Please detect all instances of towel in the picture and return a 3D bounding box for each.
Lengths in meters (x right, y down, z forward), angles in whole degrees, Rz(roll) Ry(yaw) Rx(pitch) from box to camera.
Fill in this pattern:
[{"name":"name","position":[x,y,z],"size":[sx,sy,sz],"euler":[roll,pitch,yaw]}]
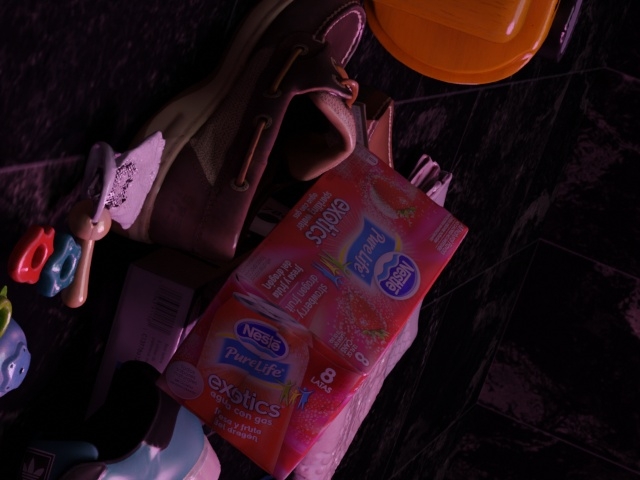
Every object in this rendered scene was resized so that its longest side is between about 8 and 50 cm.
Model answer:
[{"name":"towel","position":[0.056,0.111,2.153],"size":[0.332,0.053,0.317],"euler":[100,18,-46]}]

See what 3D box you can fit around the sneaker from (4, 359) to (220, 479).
[{"name":"sneaker","position":[-0.201,0.207,1.322],"size":[0.302,0.108,0.121],"euler":[-47,128,-32]}]

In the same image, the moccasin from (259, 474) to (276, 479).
[{"name":"moccasin","position":[-0.069,0.350,1.961],"size":[0.342,0.117,0.138],"euler":[-46,155,-55]}]

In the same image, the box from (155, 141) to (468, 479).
[{"name":"box","position":[-0.001,0.048,1.406],"size":[0.128,0.122,0.257],"euler":[-54,178,32]}]

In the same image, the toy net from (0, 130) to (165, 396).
[{"name":"toy net","position":[-0.173,-0.001,1.192],"size":[0.122,0.045,0.232],"euler":[90,25,-53]}]

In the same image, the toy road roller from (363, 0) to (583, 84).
[{"name":"toy road roller","position":[0.146,-0.290,1.535],"size":[0.240,0.202,0.329],"euler":[-49,157,-68]}]

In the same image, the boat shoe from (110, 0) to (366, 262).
[{"name":"boat shoe","position":[-0.029,-0.090,1.412],"size":[0.342,0.123,0.123],"euler":[-49,157,-51]}]

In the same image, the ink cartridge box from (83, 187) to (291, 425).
[{"name":"ink cartridge box","position":[-0.087,0.065,1.569],"size":[0.332,0.065,0.165],"euler":[-35,144,-66]}]

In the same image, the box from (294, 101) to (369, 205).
[{"name":"box","position":[0.000,0.000,1.668],"size":[0.136,0.036,0.225],"euler":[-95,-160,-44]}]

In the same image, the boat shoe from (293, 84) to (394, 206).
[{"name":"boat shoe","position":[0.043,-0.006,1.816],"size":[0.122,0.120,0.324],"euler":[-54,161,-42]}]
